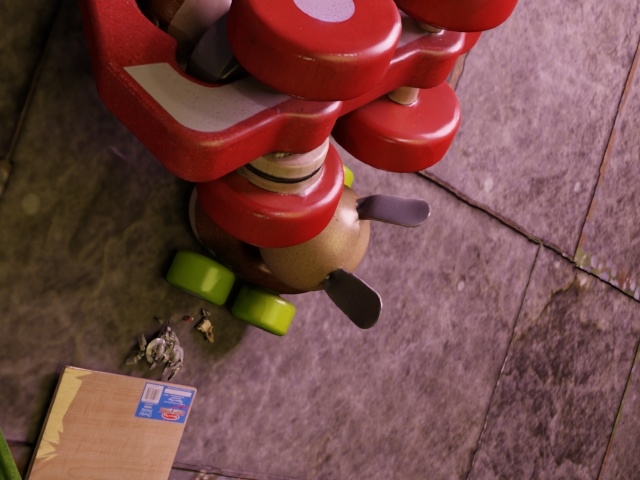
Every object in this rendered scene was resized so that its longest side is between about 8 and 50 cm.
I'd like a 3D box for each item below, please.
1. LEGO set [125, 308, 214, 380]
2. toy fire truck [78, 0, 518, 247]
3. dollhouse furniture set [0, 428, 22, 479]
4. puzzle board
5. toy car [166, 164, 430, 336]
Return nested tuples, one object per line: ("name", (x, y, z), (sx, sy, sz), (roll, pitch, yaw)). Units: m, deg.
("LEGO set", (-0.116, 0.083, 0.742), (0.083, 0.023, 0.054), (-41, 126, -29))
("toy fire truck", (-0.030, -0.159, 0.634), (0.302, 0.254, 0.169), (-31, 155, -34))
("dollhouse furniture set", (-0.247, 0.080, 0.491), (0.151, 0.197, 0.302), (-30, 120, -34))
("puzzle board", (-0.162, 0.152, 0.722), (0.128, 0.011, 0.097), (20, 87, -46))
("toy car", (0.000, 0.000, 0.717), (0.149, 0.188, 0.155), (33, 78, -43))
